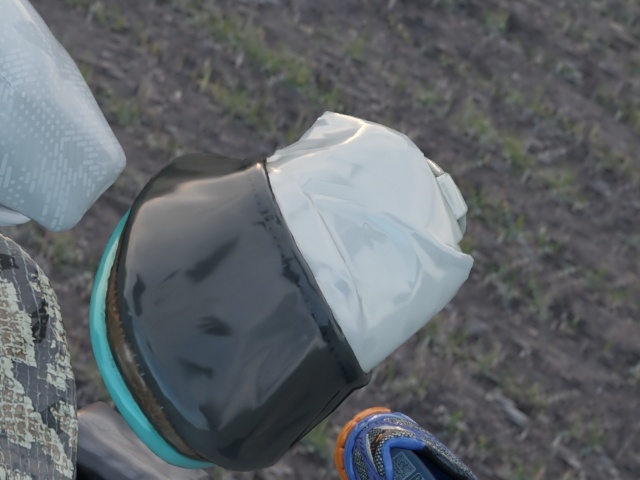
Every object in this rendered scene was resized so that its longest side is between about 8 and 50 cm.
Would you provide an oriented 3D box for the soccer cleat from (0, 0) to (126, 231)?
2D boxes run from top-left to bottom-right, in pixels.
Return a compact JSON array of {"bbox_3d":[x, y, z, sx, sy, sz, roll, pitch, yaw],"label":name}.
[{"bbox_3d":[-0.207,-0.060,0.754,0.143,0.331,0.116,47,72,-28],"label":"soccer cleat"}]

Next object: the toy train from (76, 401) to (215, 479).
[{"bbox_3d":[-0.222,0.150,0.941,0.334,0.190,0.142,32,11,11],"label":"toy train"}]

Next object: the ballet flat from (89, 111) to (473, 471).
[{"bbox_3d":[0.000,0.000,0.541,0.095,0.096,0.280,62,10,-4],"label":"ballet flat"}]

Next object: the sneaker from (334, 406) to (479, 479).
[{"bbox_3d":[0.097,0.201,1.035,0.221,0.087,0.083,42,81,-1],"label":"sneaker"}]

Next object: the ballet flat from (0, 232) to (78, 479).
[{"bbox_3d":[-0.230,0.226,0.776,0.164,0.483,0.182,11,-3,12],"label":"ballet flat"}]
